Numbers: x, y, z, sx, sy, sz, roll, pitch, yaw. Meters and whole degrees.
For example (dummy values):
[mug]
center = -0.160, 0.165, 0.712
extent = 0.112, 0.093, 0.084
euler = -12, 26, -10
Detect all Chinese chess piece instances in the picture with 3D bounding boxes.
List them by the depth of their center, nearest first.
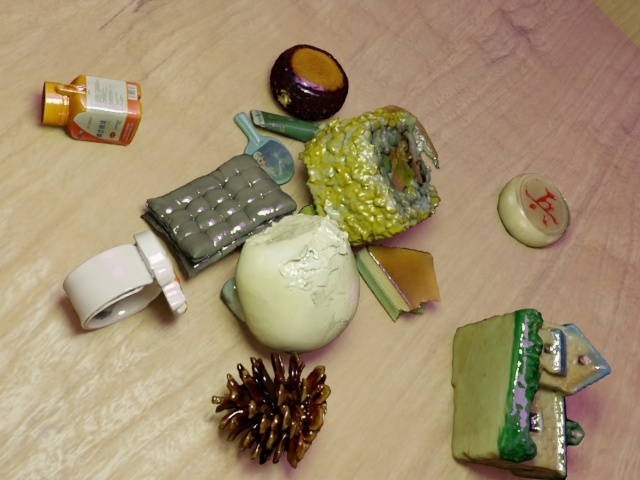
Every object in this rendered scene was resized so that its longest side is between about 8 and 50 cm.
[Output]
[Chinese chess piece]
center = 0.700, -0.099, 2.319
extent = 0.249, 0.103, 0.250
euler = 13, 60, -24

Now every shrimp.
[shrimp]
center = 0.257, -0.340, 2.244
extent = 0.287, 0.068, 0.185
euler = 18, 61, -31

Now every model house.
[model house]
center = 0.554, 0.409, 1.839
extent = 0.342, 0.334, 0.382
euler = 17, 68, -17

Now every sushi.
[sushi]
center = 0.139, -0.184, 1.912
extent = 0.396, 0.240, 0.352
euler = -26, 96, -57

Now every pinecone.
[pinecone]
center = -0.108, 0.367, 1.551
extent = 0.264, 0.264, 0.264
euler = 13, 60, -22

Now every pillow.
[pillow]
center = -0.245, -0.072, 1.747
extent = 0.326, 0.101, 0.228
euler = -30, 63, -27

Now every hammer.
[hammer]
center = -0.156, 0.119, 1.773
extent = 0.116, 0.069, 0.194
euler = 50, 45, 4

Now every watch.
[watch]
center = -0.422, 0.117, 1.555
extent = 0.231, 0.244, 0.196
euler = -30, 78, -14

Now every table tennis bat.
[table tennis bat]
center = -0.164, -0.258, 1.982
extent = 0.149, 0.038, 0.237
euler = -30, 84, -36

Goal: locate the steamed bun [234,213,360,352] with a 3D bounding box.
[steamed bun]
center = -0.025, 0.107, 1.671
extent = 0.334, 0.232, 0.312
euler = -42, 124, -44

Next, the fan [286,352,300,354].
[fan]
center = -0.082, 0.207, 1.796
extent = 0.113, 0.005, 0.175
euler = -10, 70, -32

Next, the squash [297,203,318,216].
[squash]
center = 0.000, 0.000, 1.895
extent = 0.095, 0.095, 0.188
euler = -2, 68, -29

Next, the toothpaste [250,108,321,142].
[toothpaste]
center = -0.018, -0.311, 2.068
extent = 0.392, 0.061, 0.099
euler = 12, 29, -22

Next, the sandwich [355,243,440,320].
[sandwich]
center = 0.206, 0.118, 1.932
extent = 0.220, 0.108, 0.186
euler = 9, 60, -26

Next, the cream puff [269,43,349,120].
[cream puff]
center = -0.036, -0.451, 2.066
extent = 0.239, 0.165, 0.239
euler = 15, 53, -20

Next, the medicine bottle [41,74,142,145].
[medicine bottle]
center = -0.560, -0.321, 1.729
extent = 0.222, 0.149, 0.112
euler = 3, 64, -27

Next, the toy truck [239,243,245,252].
[toy truck]
center = -0.128, -0.005, 1.841
extent = 0.177, 0.080, 0.115
euler = -11, 61, -30
